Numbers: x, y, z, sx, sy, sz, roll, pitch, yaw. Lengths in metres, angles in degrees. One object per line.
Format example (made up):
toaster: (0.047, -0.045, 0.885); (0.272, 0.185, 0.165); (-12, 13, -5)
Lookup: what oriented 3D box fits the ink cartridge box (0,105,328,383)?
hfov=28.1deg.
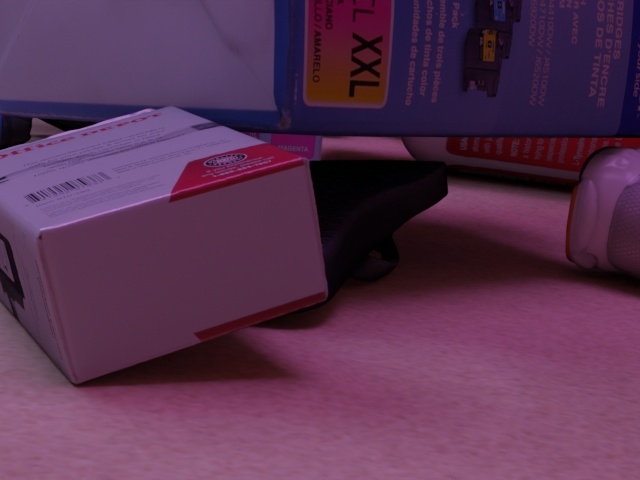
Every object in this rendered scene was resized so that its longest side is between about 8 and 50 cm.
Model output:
ink cartridge box: (-0.080, -0.006, 0.537); (0.109, 0.063, 0.150); (-18, 20, -22)

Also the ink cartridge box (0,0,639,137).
ink cartridge box: (0.031, -0.140, 0.786); (0.270, 0.151, 0.395); (9, 11, 44)

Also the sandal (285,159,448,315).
sandal: (-0.001, 0.000, 0.695); (0.097, 0.054, 0.254); (4, 18, 24)

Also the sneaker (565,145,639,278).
sneaker: (0.273, -0.010, 0.828); (0.121, 0.099, 0.262); (25, 27, 39)

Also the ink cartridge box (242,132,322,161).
ink cartridge box: (-0.034, -0.225, 1.133); (0.065, 0.311, 0.186); (5, 10, -16)

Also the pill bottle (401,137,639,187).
pill bottle: (0.210, -0.168, 1.216); (0.408, 0.229, 0.229); (8, 11, 6)

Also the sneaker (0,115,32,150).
sneaker: (-0.284, -0.102, 0.999); (0.085, 0.058, 0.152); (-11, 24, -42)

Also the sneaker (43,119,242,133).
sneaker: (-0.146, -0.139, 1.001); (0.122, 0.146, 0.330); (28, -1, -36)
